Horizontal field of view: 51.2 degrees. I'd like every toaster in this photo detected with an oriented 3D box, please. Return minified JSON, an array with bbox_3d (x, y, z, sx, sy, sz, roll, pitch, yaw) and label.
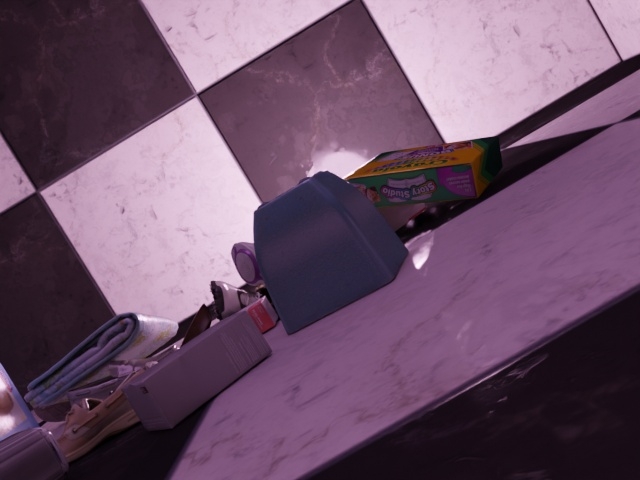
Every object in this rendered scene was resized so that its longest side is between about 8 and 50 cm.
[{"bbox_3d":[-0.544,0.411,1.157,0.227,0.129,0.146,-30,1,36],"label":"toaster"}]

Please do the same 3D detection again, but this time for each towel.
[{"bbox_3d":[-0.609,0.330,1.889,0.375,0.090,0.320,-35,-9,0],"label":"towel"}]

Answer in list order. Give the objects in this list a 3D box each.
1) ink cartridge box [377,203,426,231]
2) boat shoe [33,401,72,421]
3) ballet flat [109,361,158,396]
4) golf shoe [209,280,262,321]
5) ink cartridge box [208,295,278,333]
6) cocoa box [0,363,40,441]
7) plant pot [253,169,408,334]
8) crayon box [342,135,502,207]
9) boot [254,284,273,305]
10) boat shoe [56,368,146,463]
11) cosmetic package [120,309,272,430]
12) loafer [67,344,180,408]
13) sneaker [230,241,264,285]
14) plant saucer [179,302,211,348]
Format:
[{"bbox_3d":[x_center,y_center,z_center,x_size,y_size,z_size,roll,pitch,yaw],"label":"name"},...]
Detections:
[{"bbox_3d":[0.160,-0.068,2.118,0.207,0.117,0.283,-34,5,-43],"label":"ink cartridge box"},{"bbox_3d":[-0.740,0.476,2.127,0.356,0.132,0.130,-22,-5,9],"label":"boat shoe"},{"bbox_3d":[-0.430,0.343,1.649,0.203,0.074,0.074,-32,3,-24],"label":"ballet flat"},{"bbox_3d":[-0.207,0.154,1.709,0.120,0.105,0.273,-14,-17,4],"label":"golf shoe"},{"bbox_3d":[-0.203,0.213,1.577,0.198,0.067,0.115,-31,3,1],"label":"ink cartridge box"},{"bbox_3d":[-0.815,0.421,1.488,0.228,0.347,0.231,-30,3,5],"label":"cocoa box"},{"bbox_3d":[0.000,0.000,1.379,0.247,0.252,0.248,-30,3,19],"label":"plant pot"},{"bbox_3d":[0.288,-0.188,1.853,0.363,0.106,0.313,-5,16,29],"label":"crayon box"},{"bbox_3d":[-0.149,0.146,2.020,0.213,0.077,0.165,-19,11,41],"label":"boot"},{"bbox_3d":[-0.462,0.364,1.361,0.302,0.098,0.109,-30,3,8],"label":"boat shoe"},{"bbox_3d":[-0.220,0.232,1.199,0.238,0.107,0.127,-36,6,-34],"label":"cosmetic package"},{"bbox_3d":[-0.510,0.358,1.749,0.320,0.111,0.112,-31,3,-5],"label":"loafer"},{"bbox_3d":[-0.126,0.075,1.926,0.305,0.114,0.152,20,25,33],"label":"sneaker"},{"bbox_3d":[-0.303,0.247,1.591,0.198,0.036,0.198,-156,90,-88],"label":"plant saucer"}]
